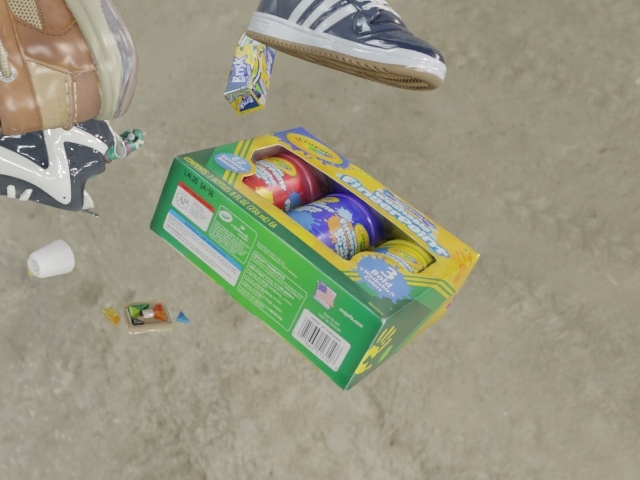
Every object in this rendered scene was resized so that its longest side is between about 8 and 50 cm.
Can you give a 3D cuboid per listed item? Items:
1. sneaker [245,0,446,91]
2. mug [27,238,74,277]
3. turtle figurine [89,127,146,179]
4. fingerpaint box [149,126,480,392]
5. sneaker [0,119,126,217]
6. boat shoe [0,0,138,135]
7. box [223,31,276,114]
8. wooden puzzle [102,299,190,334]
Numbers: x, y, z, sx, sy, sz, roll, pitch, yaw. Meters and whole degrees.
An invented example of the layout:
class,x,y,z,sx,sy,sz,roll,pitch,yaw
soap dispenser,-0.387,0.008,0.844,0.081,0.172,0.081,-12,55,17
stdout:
class,x,y,z,sx,sy,sz,roll,pitch,yaw
sneaker,0.038,-0.262,0.855,0.282,0.099,0.153,27,98,41
mug,-0.480,0.043,1.390,0.062,0.078,0.064,36,34,20
turtle figurine,-0.340,-0.144,1.110,0.175,0.234,0.118,16,75,6
fingerpaint box,0.000,0.000,1.374,0.444,0.163,0.371,38,31,19
sneaker,-0.285,-0.054,0.733,0.235,0.153,0.094,-41,26,-6
boat shoe,-0.259,-0.214,0.568,0.116,0.123,0.324,-30,78,-29
box,-0.124,-0.309,1.431,0.059,0.054,0.169,-10,50,25
wooden puzzle,-0.262,0.113,1.189,0.116,0.014,0.078,-8,34,-27
